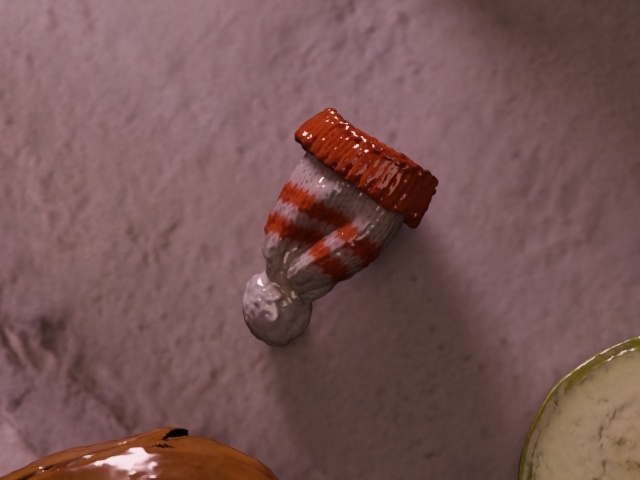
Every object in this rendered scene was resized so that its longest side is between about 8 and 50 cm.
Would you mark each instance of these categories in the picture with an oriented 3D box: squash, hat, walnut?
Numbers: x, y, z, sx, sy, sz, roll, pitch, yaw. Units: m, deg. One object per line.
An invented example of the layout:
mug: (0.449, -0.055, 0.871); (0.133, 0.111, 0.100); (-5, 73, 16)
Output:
squash: (0.242, 0.167, 1.045); (0.219, 0.041, 0.219); (-1, 80, 5)
hat: (0.000, 0.000, 1.072); (0.112, 0.093, 0.162); (39, 92, 36)
walnut: (-0.141, 0.198, 1.028); (0.245, 0.137, 0.137); (-22, 79, 2)
